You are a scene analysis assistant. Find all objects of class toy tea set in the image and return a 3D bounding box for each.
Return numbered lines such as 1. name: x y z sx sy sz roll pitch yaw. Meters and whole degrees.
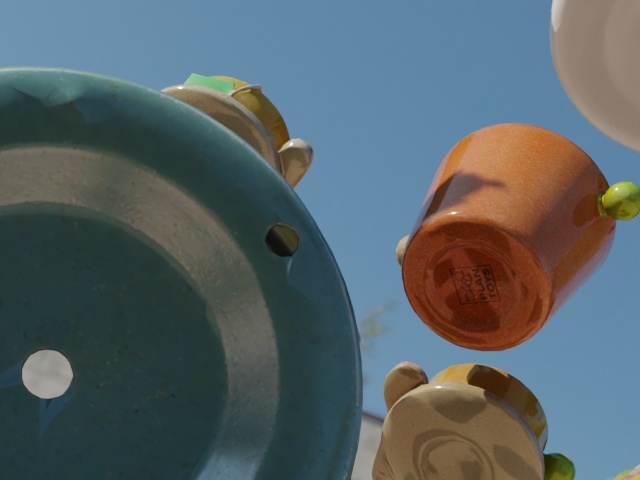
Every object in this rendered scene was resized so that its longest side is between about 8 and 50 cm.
1. toy tea set: 0.000 0.000 0.873 0.336 0.124 0.200 23 -55 13

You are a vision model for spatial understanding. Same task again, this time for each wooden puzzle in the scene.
1. wooden puzzle: 0.221 0.167 1.158 0.083 0.049 0.006 -16 -79 55

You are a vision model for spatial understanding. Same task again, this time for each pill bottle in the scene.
1. pill bottle: 0.271 -0.213 1.207 0.188 0.334 0.188 7 -57 10

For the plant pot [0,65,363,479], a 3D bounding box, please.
1. plant pot: -0.105 0.072 0.570 0.272 0.271 0.255 25 -22 -8
